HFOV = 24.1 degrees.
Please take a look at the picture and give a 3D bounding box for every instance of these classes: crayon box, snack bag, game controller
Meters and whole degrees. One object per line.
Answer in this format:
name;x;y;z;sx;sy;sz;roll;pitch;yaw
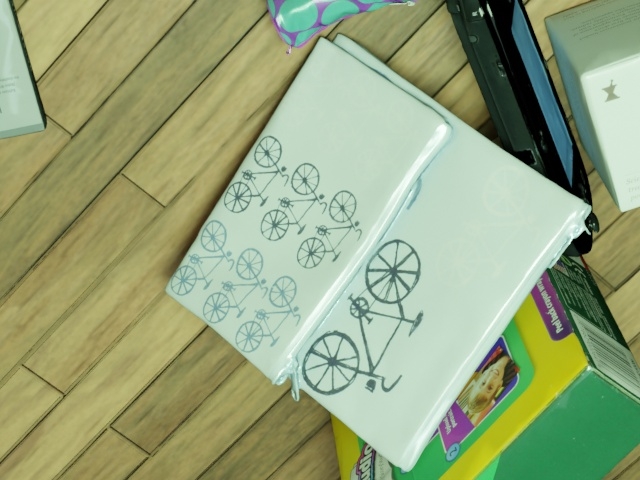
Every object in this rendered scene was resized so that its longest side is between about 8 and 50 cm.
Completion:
crayon box;0.153;0.161;1.495;0.106;0.363;0.313;34;109;-20
snack bag;0.043;0.012;1.450;0.342;0.037;0.323;38;99;27
game controller;0.205;-0.142;1.462;0.067;0.166;0.319;-12;118;26

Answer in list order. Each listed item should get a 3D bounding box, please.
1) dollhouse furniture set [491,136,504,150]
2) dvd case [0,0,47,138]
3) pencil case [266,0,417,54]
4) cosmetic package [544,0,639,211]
dollhouse furniture set;0.131;-0.081;1.574;0.114;0.091;0.081;-35;72;-11
dvd case;-0.386;-0.203;1.472;0.179;0.029;0.239;-11;117;1
pencil case;0.025;-0.241;1.459;0.151;0.064;0.070;-20;101;7
cosmetic package;0.324;-0.148;1.456;0.151;0.184;0.151;-18;115;6
